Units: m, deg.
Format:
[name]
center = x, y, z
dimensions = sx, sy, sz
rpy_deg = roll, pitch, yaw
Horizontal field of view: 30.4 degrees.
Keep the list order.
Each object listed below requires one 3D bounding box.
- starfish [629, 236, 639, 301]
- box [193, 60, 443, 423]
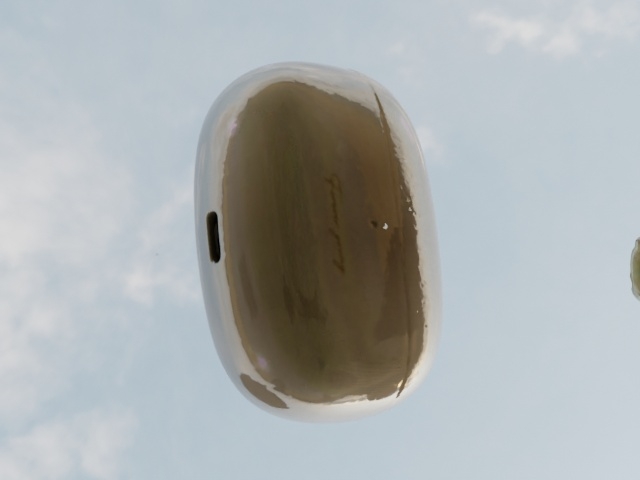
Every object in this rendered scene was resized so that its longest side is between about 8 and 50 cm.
[starfish]
center = 0.209, -0.020, 0.346
dimensions = 0.247, 0.138, 0.050
rpy_deg = -9, -122, -34
[box]
center = 0.000, 0.000, 0.649
dimensions = 0.146, 0.088, 0.200
rpy_deg = 2, -101, -40
